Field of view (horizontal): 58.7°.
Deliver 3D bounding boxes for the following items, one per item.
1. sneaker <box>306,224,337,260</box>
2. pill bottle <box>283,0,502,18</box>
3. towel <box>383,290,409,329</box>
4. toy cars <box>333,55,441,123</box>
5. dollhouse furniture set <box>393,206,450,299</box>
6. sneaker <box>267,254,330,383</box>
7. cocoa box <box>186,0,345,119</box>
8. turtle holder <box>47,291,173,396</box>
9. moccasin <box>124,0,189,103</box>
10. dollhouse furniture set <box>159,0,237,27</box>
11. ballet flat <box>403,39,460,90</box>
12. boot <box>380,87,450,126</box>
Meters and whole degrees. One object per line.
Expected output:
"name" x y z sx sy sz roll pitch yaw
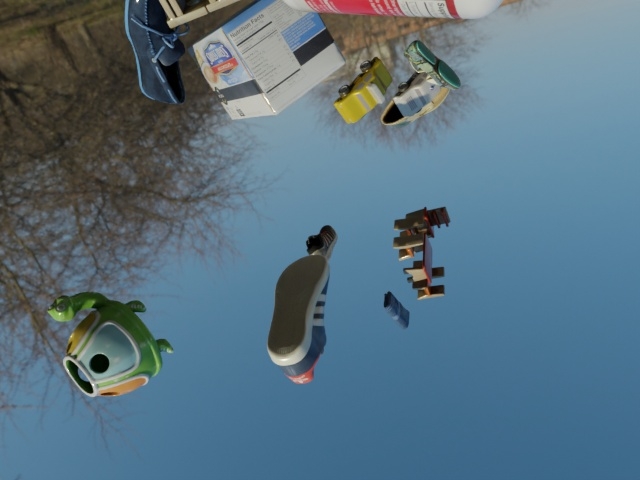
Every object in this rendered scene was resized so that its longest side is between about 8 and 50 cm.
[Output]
"sneaker" 0.000 0.000 1.641 0.063 0.075 0.170 -28 -152 31
"pill bottle" 0.140 -0.433 0.791 0.407 0.229 0.229 12 -147 24
"towel" 0.228 0.209 1.698 0.029 0.119 0.067 -20 -142 28
"toy cars" 0.220 -0.427 1.609 0.393 0.177 0.087 -14 -153 -30
"dollhouse furniture set" 0.337 0.015 1.793 0.135 0.262 0.259 -11 -136 22
"sneaker" -0.038 0.187 1.379 0.131 0.148 0.350 -7 -141 22
"cocoa box" -0.148 -0.464 1.424 0.231 0.228 0.347 -40 -156 -14
"turtle holder" -0.598 0.287 1.601 0.243 0.320 0.227 0 -152 41
"moccasin" -0.370 -0.469 1.357 0.116 0.342 0.138 24 -117 7
"dollhouse furniture set" -0.183 -0.428 0.817 0.128 0.129 0.184 -16 -133 11
"ballet flat" 0.293 -0.456 1.510 0.070 0.188 0.070 -38 -149 29
"boot" 0.348 -0.508 2.086 0.262 0.095 0.203 -32 176 24
